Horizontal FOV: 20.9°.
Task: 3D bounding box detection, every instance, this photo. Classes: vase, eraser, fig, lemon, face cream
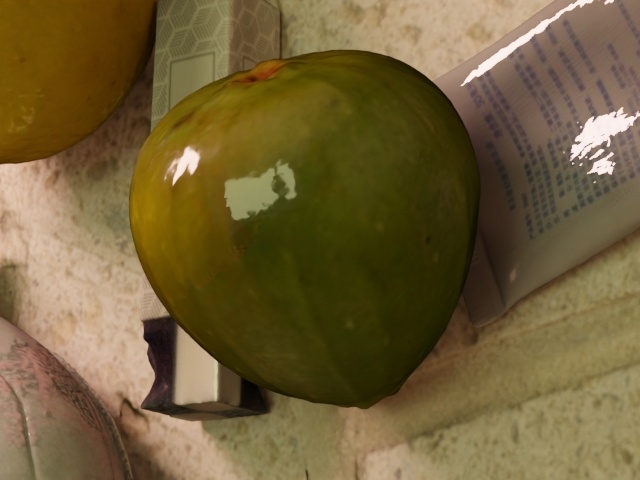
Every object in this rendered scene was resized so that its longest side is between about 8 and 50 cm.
[{"bbox_3d":[-0.355,0.149,1.664,0.250,0.250,0.445,-49,51,12],"label":"vase"},{"bbox_3d":[-0.104,-0.037,1.632,0.098,0.096,0.404,-8,72,30],"label":"eraser"},{"bbox_3d":[0.000,0.000,1.446,0.316,0.316,0.316,-10,72,31],"label":"fig"},{"bbox_3d":[-0.309,-0.240,1.695,0.336,0.336,0.336,-10,72,31],"label":"lemon"},{"bbox_3d":[0.248,-0.122,1.425,0.420,0.137,0.234,-33,64,31],"label":"face cream"}]
